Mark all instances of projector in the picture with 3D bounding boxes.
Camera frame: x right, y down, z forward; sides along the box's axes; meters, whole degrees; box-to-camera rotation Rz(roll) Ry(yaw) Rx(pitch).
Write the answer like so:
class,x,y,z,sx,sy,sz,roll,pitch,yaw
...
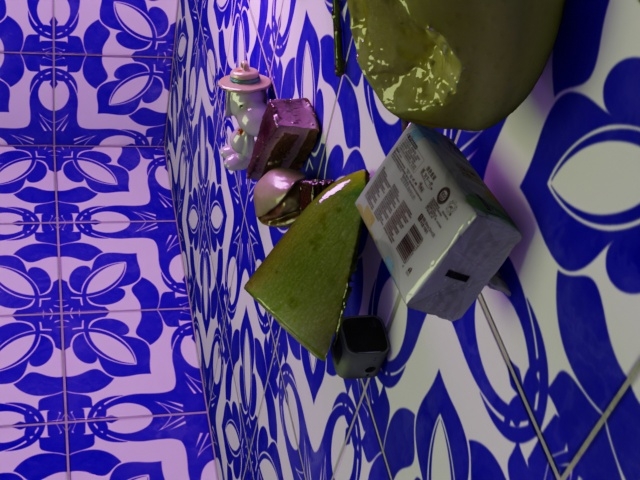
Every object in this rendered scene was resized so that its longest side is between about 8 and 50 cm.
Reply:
class,x,y,z,sx,sy,sz,roll,pitch,yaw
projector,0.069,0.189,1.708,0.082,0.083,0.083,108,156,-48

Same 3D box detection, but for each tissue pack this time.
class,x,y,z,sx,sy,sz,roll,pitch,yaw
tissue pack,0.168,-0.021,1.283,0.159,0.145,0.229,-56,34,23

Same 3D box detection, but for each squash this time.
class,x,y,z,sx,sy,sz,roll,pitch,yaw
squash,0.029,0.035,1.747,0.210,0.309,0.233,43,173,1

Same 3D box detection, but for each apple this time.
class,x,y,z,sx,sy,sz,roll,pitch,yaw
apple,0.153,-0.271,1.114,0.279,0.279,0.279,179,90,-74

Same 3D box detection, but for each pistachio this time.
class,x,y,z,sx,sy,sz,roll,pitch,yaw
pistachio,-0.078,-0.089,2.100,0.215,0.144,0.144,-161,70,-75

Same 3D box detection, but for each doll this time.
class,x,y,z,sx,sy,sz,roll,pitch,yaw
doll,-0.211,-0.321,2.521,0.271,0.144,0.208,135,122,-62

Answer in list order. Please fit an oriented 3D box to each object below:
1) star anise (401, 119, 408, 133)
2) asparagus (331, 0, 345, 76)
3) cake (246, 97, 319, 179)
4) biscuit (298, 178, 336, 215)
class,x,y,z,sx,sy,sz,roll,pitch,yaw
star anise,0.151,-0.206,1.373,0.148,0.218,0.227,-54,18,-26
asparagus,0.032,-0.445,1.896,0.025,0.024,0.248,-5,85,31
cake,-0.088,-0.219,2.167,0.295,0.116,0.112,123,146,-58
biscuit,0.000,0.000,1.956,0.106,0.070,0.252,-151,60,-72
